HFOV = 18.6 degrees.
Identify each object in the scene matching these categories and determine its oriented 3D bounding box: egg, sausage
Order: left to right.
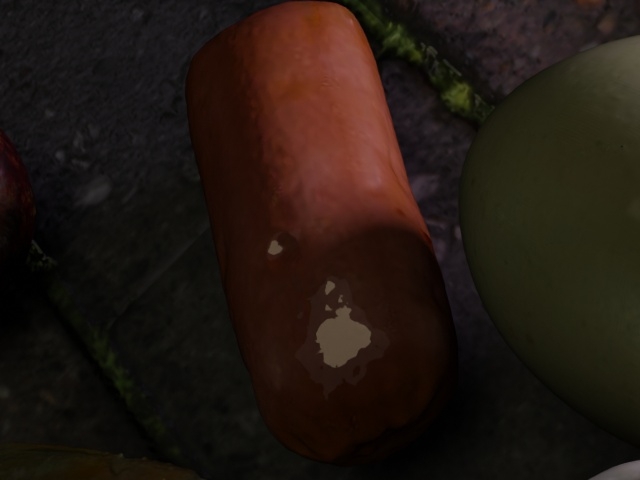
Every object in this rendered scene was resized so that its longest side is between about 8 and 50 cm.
[{"bbox_3d":[0.000,0.000,1.015,0.114,0.113,0.259,-27,54,18],"label":"sausage"},{"bbox_3d":[0.168,0.001,0.861,0.254,0.188,0.188,24,80,48],"label":"egg"}]

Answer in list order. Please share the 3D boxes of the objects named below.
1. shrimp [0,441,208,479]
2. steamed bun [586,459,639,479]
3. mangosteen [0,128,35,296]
[{"bbox_3d":[-0.155,0.191,1.036,0.317,0.077,0.168,4,71,30],"label":"shrimp"},{"bbox_3d":[0.237,0.191,0.682,0.383,0.247,0.236,16,78,37],"label":"steamed bun"},{"bbox_3d":[-0.263,-0.017,1.160,0.181,0.146,0.156,6,73,34],"label":"mangosteen"}]
